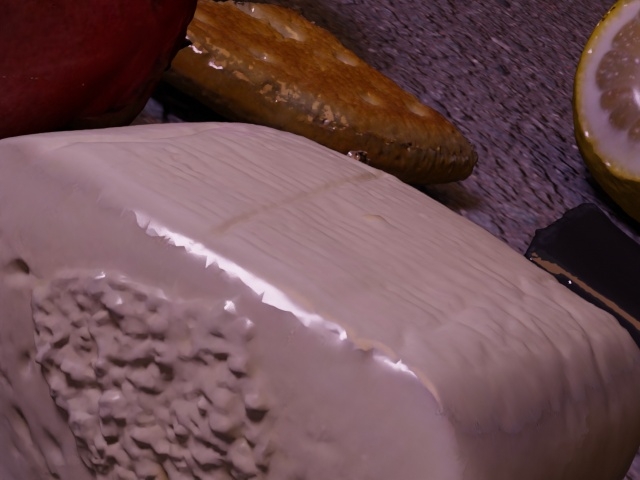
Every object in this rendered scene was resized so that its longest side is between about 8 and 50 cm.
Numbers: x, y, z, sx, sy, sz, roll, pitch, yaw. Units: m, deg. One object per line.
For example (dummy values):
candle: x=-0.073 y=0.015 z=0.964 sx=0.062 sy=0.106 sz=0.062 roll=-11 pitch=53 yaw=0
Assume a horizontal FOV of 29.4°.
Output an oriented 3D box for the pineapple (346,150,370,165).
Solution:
pineapple: x=0.000 y=0.000 z=0.662 sx=0.077 sy=0.114 sz=0.114 roll=-1 pitch=30 yaw=-14

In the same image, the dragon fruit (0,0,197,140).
dragon fruit: x=-0.202 y=-0.156 z=0.535 sx=0.301 sy=0.296 sz=0.295 roll=-10 pitch=44 yaw=-33

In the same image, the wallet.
wallet: x=0.278 y=0.072 z=0.871 sx=0.285 sy=0.030 sz=0.146 roll=37 pitch=30 yaw=18

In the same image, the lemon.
lemon: x=0.348 y=-0.107 z=1.034 sx=0.219 sy=0.240 sz=0.240 roll=21 pitch=24 yaw=-44

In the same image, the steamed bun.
steamed bun: x=-0.016 y=0.054 z=0.476 sx=0.250 sy=0.155 sz=0.200 roll=33 pitch=23 yaw=23

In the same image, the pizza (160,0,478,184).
pizza: x=-0.022 y=-0.114 z=0.878 sx=0.292 sy=0.058 sz=0.197 roll=20 pitch=27 yaw=-21
